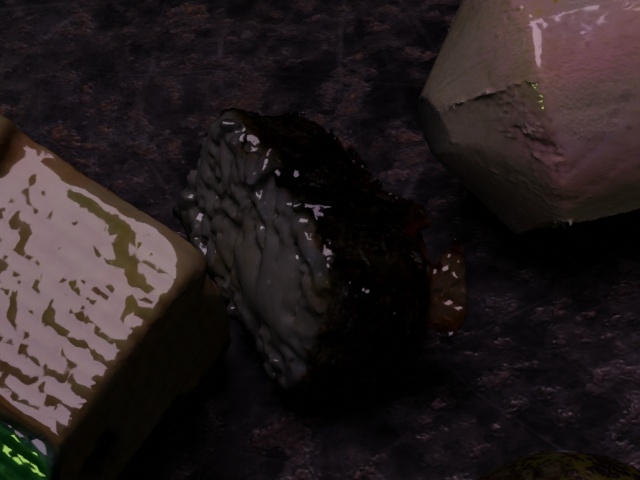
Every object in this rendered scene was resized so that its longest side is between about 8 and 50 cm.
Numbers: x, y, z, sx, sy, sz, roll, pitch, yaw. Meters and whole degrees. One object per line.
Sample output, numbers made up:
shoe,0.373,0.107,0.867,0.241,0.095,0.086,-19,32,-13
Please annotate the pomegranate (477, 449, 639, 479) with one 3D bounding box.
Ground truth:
pomegranate,0.186,0.269,1.124,0.214,0.214,0.248,-11,20,-3

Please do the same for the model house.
model house,-0.323,0.091,1.376,0.382,0.335,0.343,30,73,17

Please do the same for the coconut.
coconut,0.252,-0.147,1.538,0.309,0.297,0.297,-15,42,-1

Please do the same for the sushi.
sushi,0.000,0.000,1.465,0.181,0.196,0.343,-12,41,-27
